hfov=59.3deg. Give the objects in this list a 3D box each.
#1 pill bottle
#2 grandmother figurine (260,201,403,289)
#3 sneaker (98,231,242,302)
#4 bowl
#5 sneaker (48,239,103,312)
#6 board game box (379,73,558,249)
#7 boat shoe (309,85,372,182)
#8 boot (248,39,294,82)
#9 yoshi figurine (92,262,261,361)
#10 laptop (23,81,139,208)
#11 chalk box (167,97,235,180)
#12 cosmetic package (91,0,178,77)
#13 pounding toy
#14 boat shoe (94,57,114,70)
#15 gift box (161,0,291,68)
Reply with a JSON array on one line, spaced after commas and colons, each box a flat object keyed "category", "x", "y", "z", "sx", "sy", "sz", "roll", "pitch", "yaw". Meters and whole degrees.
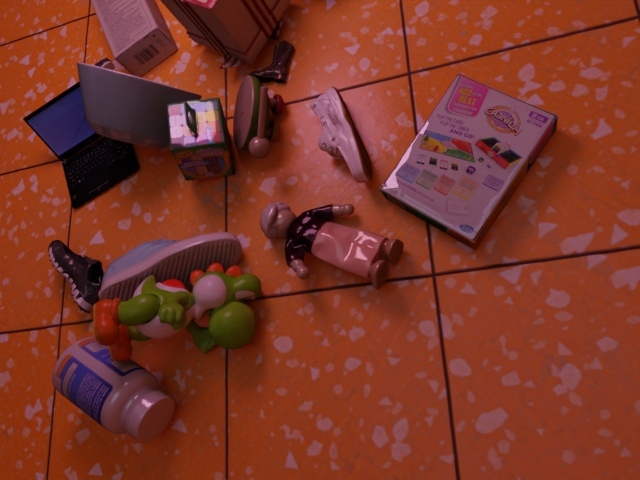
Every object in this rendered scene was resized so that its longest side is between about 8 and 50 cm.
[{"category": "pill bottle", "x": -0.474, "y": 0.348, "z": 1.299, "sx": 0.271, "sy": 0.152, "sz": 0.152, "roll": 25, "pitch": 84, "yaw": 25}, {"category": "grandmother figurine", "x": 0.000, "y": 0.000, "z": 1.264, "sx": 0.342, "sy": 0.104, "sz": 0.208, "roll": 23, "pitch": 56, "yaw": 28}, {"category": "sneaker", "x": -0.371, "y": 0.037, "z": 1.371, "sx": 0.365, "sy": 0.135, "sz": 0.150, "roll": -19, "pitch": 46, "yaw": 2}, {"category": "bowl", "x": -0.478, "y": -0.338, "z": 1.456, "sx": 0.311, "sy": 0.311, "sz": 0.163, "roll": 18, "pitch": 100, "yaw": 24}, {"category": "sneaker", "x": -0.631, "y": 0.073, "z": 1.486, "sx": 0.106, "sy": 0.078, "sz": 0.234, "roll": -40, "pitch": 68, "yaw": 2}, {"category": "board game box", "x": 0.316, "y": -0.174, "z": 1.211, "sx": 0.242, "sy": 0.064, "sz": 0.317, "roll": 34, "pitch": 88, "yaw": 26}, {"category": "boat shoe", "x": 0.043, "y": -0.234, "z": 1.319, "sx": 0.096, "sy": 0.098, "sz": 0.277, "roll": -26, "pitch": 58, "yaw": 12}, {"category": "boot", "x": -0.129, "y": -0.476, "z": 1.484, "sx": 0.106, "sy": 0.037, "sz": 0.114, "roll": 10, "pitch": 81, "yaw": 9}, {"category": "yoshi figurine", "x": -0.295, "y": 0.185, "z": 1.247, "sx": 0.361, "sy": 0.203, "sz": 0.203, "roll": -15, "pitch": 109, "yaw": -10}, {"category": "laptop", "x": -0.668, "y": -0.269, "z": 1.568, "sx": 0.234, "sy": 0.136, "sz": 0.265, "roll": -28, "pitch": 66, "yaw": 11}, {"category": "chalk box", "x": -0.292, "y": -0.255, "z": 1.366, "sx": 0.131, "sy": 0.213, "sz": 0.133, "roll": -8, "pitch": 71, "yaw": -4}, {"category": "cosmetic package", "x": -0.558, "y": -0.654, "z": 1.659, "sx": 0.160, "sy": 0.113, "sz": 0.310, "roll": -31, "pitch": 65, "yaw": 9}, {"category": "pounding toy", "x": -0.136, "y": -0.303, "z": 1.388, "sx": 0.237, "sy": 0.110, "sz": 0.183, "roll": -132, "pitch": 51, "yaw": -60}, {"category": "boat shoe", "x": -0.680, "y": -0.502, "z": 1.694, "sx": 0.125, "sy": 0.046, "sz": 0.038, "roll": -44, "pitch": 64, "yaw": 0}, {"category": "gift box", "x": -0.259, "y": -0.617, "z": 1.454, "sx": 0.255, "sy": 0.258, "sz": 0.276, "roll": 33, "pitch": 88, "yaw": 26}]
